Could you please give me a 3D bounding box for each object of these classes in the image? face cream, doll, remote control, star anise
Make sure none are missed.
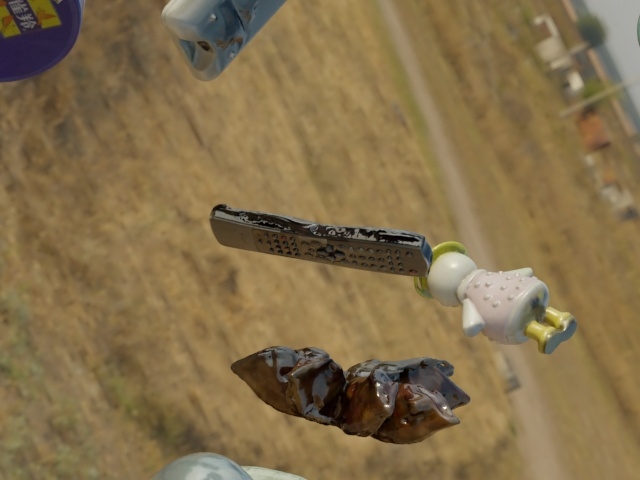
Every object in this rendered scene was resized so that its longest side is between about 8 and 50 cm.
[{"bbox_3d":[-0.358,-0.280,1.633,0.206,0.206,0.111,52,27,-45],"label":"face cream"},{"bbox_3d":[0.183,0.061,1.679,0.207,0.129,0.081,27,-43,32],"label":"doll"},{"bbox_3d":[-0.011,-0.272,1.314,0.055,0.313,0.109,34,-13,24],"label":"remote control"},{"bbox_3d":[0.020,0.103,1.022,0.168,0.168,0.057,-4,99,-77],"label":"star anise"},{"bbox_3d":[0.000,0.000,1.394,0.059,0.212,0.028,76,27,-54],"label":"remote control"}]

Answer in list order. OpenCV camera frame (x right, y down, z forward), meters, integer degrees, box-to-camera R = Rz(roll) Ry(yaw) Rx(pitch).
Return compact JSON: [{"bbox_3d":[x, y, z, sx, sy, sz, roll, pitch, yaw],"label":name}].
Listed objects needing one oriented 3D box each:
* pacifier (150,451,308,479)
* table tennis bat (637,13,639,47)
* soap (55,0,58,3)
[{"bbox_3d":[-0.068,0.274,1.176,0.343,0.288,0.269,-93,179,-48],"label":"pacifier"},{"bbox_3d":[0.396,-0.253,1.596,0.038,0.149,0.237,60,10,-52],"label":"table tennis bat"},{"bbox_3d":[-0.216,-0.315,1.445,0.091,0.145,0.230,49,14,-10],"label":"soap"}]
